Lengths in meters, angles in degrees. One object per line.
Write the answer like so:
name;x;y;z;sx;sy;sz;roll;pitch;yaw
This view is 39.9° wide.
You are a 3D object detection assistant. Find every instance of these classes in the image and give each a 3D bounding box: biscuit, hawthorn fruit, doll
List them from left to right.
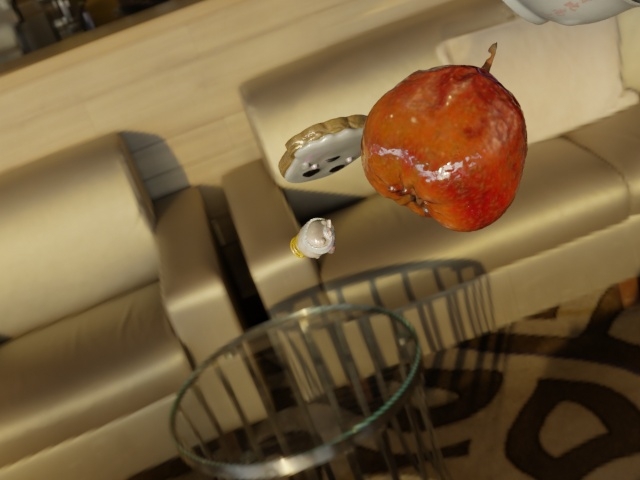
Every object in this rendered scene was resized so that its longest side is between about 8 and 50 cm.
doll;0.000;0.000;1.719;0.127;0.084;0.073;-28;38;53
biscuit;0.014;-0.155;1.564;0.181;0.049;0.208;-17;-16;-21
hawthorn fruit;0.172;-0.142;1.098;0.207;0.207;0.243;15;71;54

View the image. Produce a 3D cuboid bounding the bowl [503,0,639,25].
bowl;0.381;-0.468;1.484;0.157;0.345;0.345;-45;6;35
